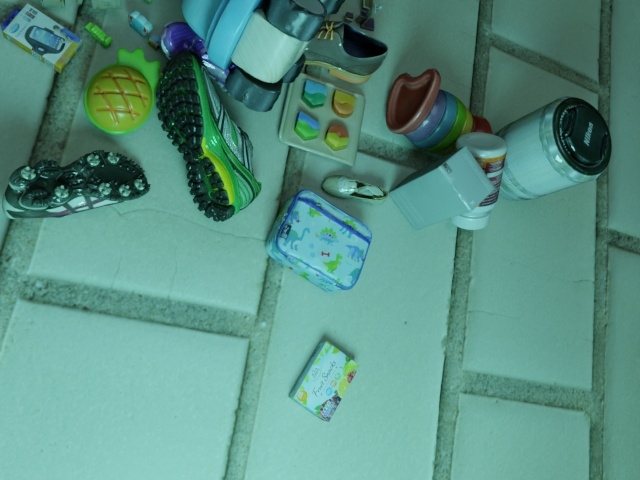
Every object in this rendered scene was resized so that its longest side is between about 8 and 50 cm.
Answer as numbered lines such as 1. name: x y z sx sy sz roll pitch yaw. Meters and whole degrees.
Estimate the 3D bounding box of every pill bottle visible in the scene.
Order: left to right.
1. pill bottle: 0.383 -0.144 1.400 0.121 0.121 0.221 -21 129 -27

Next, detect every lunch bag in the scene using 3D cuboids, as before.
1. lunch bag: 0.000 0.000 1.267 0.219 0.090 0.176 33 65 -17

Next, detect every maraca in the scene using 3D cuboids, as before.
1. maraca: -0.391 -0.299 1.133 0.127 0.099 0.186 35 74 -24

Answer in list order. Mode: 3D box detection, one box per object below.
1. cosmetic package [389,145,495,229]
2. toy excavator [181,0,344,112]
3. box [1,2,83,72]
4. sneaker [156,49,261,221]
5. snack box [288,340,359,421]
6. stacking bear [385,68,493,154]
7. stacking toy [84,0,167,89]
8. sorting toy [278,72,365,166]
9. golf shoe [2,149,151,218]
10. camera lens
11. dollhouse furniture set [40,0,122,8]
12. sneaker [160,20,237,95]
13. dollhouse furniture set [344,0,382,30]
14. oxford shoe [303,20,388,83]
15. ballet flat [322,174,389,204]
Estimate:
1. cosmetic package: 0.279 -0.117 1.334 0.107 0.238 0.127 -39 98 -26
2. toy excavator: -0.181 -0.531 1.125 0.445 0.222 0.433 35 38 -8
3. box: -0.556 -0.406 1.123 0.136 0.028 0.081 33 68 -18
4. sneaker: -0.227 -0.220 1.175 0.146 0.134 0.344 -35 116 -47
5. snack box: 0.009 0.306 1.234 0.100 0.037 0.141 37 67 -12
6. stacking bear: 0.323 -0.294 1.443 0.289 0.175 0.164 20 89 -29
7. stacking toy: -0.356 -0.436 1.209 0.221 0.052 0.167 38 66 -13
8. sorting toy: 0.011 -0.296 1.358 0.208 0.038 0.193 17 73 -21
9. golf shoe: -0.459 -0.100 1.071 0.273 0.120 0.105 -13 78 -49
10. camera lens: 0.590 -0.233 1.483 0.219 0.274 0.219 5 78 -24
11. dollhouse furniture set: -0.493 -0.575 1.138 0.160 0.101 0.182 -6 72 -16
12. sneaker: -0.218 -0.387 1.191 0.236 0.104 0.095 22 81 -43
13. dollhouse furniture set: 0.117 -0.618 1.449 0.091 0.081 0.114 7 77 -24
14. oxford shoe: -0.011 -0.485 1.333 0.363 0.132 0.130 9 76 -23
15. ballet flat: 0.088 -0.126 1.351 0.168 0.052 0.057 10 75 -23
